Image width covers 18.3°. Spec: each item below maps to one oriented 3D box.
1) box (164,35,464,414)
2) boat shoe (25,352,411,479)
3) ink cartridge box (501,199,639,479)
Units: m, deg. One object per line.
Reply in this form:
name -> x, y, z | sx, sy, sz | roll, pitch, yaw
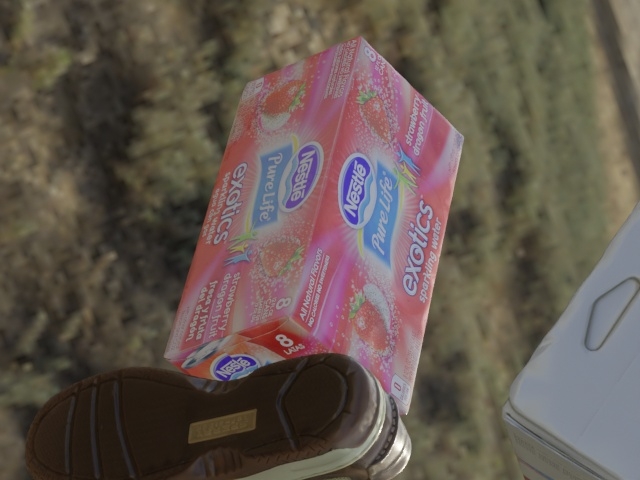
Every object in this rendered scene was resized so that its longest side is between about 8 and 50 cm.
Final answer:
box -> 0.000, 0.000, 1.650 | 0.154, 0.142, 0.300 | 42, 45, -31
boat shoe -> -0.063, 0.134, 1.228 | 0.095, 0.257, 0.095 | 43, 51, -46
ink cartridge box -> 0.152, 0.067, 0.927 | 0.072, 0.127, 0.175 | 33, -8, 17
